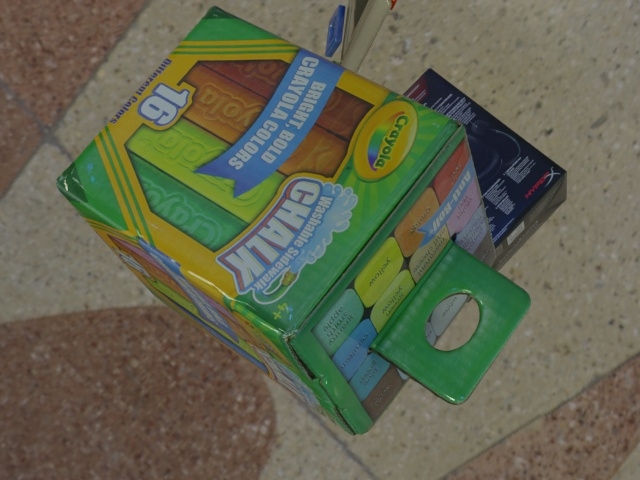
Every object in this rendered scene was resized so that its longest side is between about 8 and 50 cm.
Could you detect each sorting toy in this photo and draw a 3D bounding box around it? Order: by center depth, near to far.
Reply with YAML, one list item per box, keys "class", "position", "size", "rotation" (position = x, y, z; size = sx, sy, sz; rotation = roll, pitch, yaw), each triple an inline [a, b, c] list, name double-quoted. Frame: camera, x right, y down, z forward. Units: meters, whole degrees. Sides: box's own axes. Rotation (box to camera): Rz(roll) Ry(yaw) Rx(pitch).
- class: "sorting toy"
  position: [0.076, -0.351, 1.403]
  size: [0.047, 0.196, 0.348]
  rotation: [10, 150, -13]

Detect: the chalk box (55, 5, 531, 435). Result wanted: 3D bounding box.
- class: "chalk box"
  position: [0.000, 0.000, 0.694]
  size: [0.289, 0.180, 0.179]
  rotation: [29, 163, 30]

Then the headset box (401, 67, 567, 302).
- class: "headset box"
  position: [0.175, -0.091, 1.454]
  size: [0.293, 0.110, 0.218]
  rotation: [41, 84, 23]
